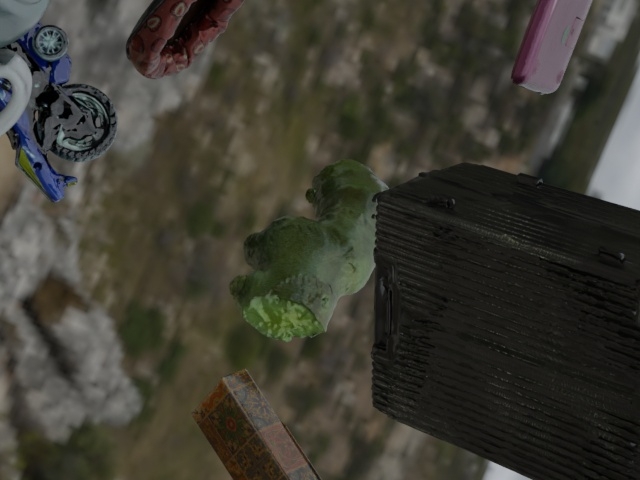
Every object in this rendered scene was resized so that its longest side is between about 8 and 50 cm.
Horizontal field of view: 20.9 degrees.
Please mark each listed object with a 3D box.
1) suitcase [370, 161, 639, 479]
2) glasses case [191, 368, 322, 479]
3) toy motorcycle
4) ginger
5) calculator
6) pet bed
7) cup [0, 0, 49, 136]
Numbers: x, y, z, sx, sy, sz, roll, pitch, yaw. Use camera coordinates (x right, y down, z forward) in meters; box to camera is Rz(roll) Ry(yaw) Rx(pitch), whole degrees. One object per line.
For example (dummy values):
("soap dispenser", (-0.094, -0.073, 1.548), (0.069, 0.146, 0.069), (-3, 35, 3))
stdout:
("suitcase", (0.205, 0.080, 1.462), (0.152, 0.335, 0.230), (-19, 118, -42))
("glasses case", (-0.041, 0.237, 1.730), (0.049, 0.218, 0.075), (-19, 158, -44))
("toy motorcycle", (-0.374, -0.192, 2.013), (0.169, 0.315, 0.113), (-40, -177, -13))
("ginger", (-0.001, 0.002, 1.839), (0.290, 0.137, 0.089), (-47, 133, -42))
("calculator", (0.216, -0.192, 1.566), (0.127, 0.034, 0.190), (-69, 167, 8))
("pet bed", (-0.163, -0.281, 2.157), (0.201, 0.053, 0.201), (-43, 171, -8))
("cup", (-0.415, -0.250, 1.776), (0.259, 0.274, 0.357), (-72, 144, -57))
